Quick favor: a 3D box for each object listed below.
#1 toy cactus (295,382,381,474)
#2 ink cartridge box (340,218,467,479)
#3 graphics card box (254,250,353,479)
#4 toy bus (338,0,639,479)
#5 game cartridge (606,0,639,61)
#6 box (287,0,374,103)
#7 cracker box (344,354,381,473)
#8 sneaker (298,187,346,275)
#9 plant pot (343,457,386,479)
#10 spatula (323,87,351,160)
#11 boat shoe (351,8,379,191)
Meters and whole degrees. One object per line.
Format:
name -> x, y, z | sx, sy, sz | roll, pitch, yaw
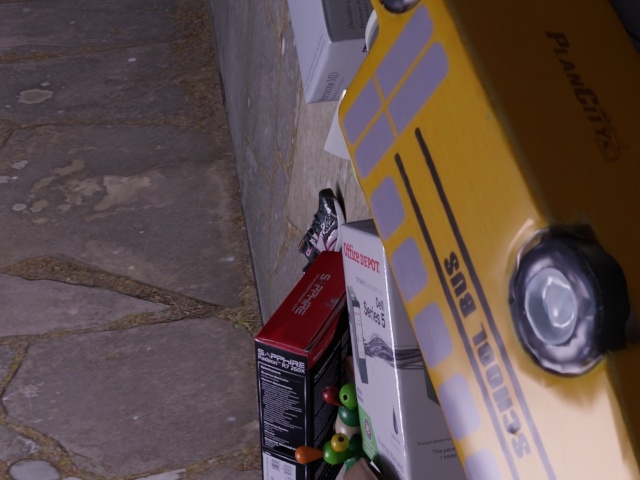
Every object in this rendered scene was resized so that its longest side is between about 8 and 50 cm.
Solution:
toy cactus -> 0.036, 0.264, 1.081 | 0.180, 0.112, 0.219 | -92, -13, -69
ink cartridge box -> 0.105, 0.113, 0.893 | 0.198, 0.115, 0.272 | -156, 59, -78
graphics card box -> -0.006, 0.228, 1.324 | 0.233, 0.094, 0.371 | -53, -30, -48
toy bus -> 0.098, -0.015, 0.392 | 0.130, 0.108, 0.332 | -55, 47, 52
game cartridge -> 0.152, -0.037, 0.461 | 0.355, 0.068, 0.230 | 59, 145, 41
box -> 0.037, -0.274, 0.974 | 0.181, 0.119, 0.181 | 127, 135, -75
cracker box -> 0.092, 0.293, 1.219 | 0.232, 0.067, 0.155 | -110, 17, -53
sneaker -> 0.000, 0.000, 1.466 | 0.072, 0.077, 0.178 | -122, 27, -62
plant pot -> 0.086, 0.348, 0.879 | 0.237, 0.110, 0.237 | 45, 175, 5
spatula -> 0.104, -0.116, 0.704 | 0.019, 0.168, 0.242 | -58, -6, -36
boat shoe -> 0.085, -0.124, 0.811 | 0.305, 0.109, 0.091 | 95, -173, -70
